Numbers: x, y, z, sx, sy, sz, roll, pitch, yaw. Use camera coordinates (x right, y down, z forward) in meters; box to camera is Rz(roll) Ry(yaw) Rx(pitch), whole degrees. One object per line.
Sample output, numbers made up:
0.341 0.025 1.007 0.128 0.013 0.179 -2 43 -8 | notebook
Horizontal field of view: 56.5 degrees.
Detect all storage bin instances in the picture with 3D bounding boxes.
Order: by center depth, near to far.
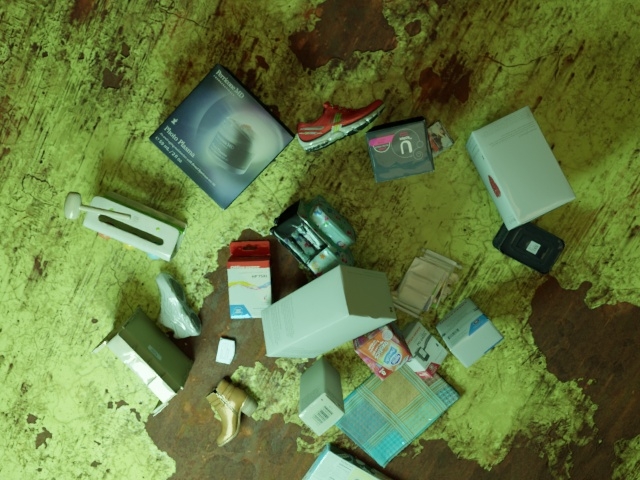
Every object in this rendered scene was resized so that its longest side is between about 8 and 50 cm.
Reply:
-0.535 0.364 1.821 0.123 0.260 0.262 -40 99 3 | storage bin
0.643 0.011 1.845 0.180 0.084 0.122 27 100 -5 | storage bin

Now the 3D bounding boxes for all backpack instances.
0.000 0.000 1.769 0.191 0.225 0.253 -35 104 11 | backpack

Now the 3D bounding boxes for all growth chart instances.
0.332 0.142 1.901 0.172 0.021 0.237 32 99 -7 | growth chart

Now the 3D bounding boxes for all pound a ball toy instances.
-0.581 -0.037 1.763 0.319 0.208 0.136 22 100 -6 | pound a ball toy

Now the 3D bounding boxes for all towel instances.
0.244 0.551 1.975 0.370 0.040 0.271 -44 99 8 | towel

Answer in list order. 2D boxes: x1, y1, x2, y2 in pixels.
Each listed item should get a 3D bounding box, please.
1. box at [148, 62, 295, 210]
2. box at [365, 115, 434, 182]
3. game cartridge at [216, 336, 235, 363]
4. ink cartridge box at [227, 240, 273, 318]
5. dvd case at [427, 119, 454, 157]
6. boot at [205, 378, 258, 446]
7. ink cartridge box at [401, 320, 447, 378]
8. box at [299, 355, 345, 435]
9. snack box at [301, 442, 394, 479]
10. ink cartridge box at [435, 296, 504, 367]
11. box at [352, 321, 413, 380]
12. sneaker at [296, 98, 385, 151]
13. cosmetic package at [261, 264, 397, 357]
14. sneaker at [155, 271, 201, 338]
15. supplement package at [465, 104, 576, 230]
-0.277 -0.300 1.727 0.296 0.183 0.294 43 97 -9 | box
0.226 -0.263 1.682 0.165 0.270 0.143 -11 102 10 | box
-0.307 0.360 1.944 0.056 0.017 0.083 13 101 0 | game cartridge
-0.219 0.122 1.864 0.134 0.078 0.231 -3 101 0 | ink cartridge box
0.336 -0.298 1.815 0.119 0.013 0.087 -34 100 5 | dvd case
-0.319 0.563 1.959 0.152 0.073 0.197 39 87 -9 | boot
0.316 0.348 1.898 0.150 0.063 0.109 47 62 -9 | ink cartridge box
0.001 0.472 1.836 0.113 0.275 0.094 -42 99 8 | box
0.112 0.847 2.022 0.322 0.060 0.187 32 100 -7 | snack box
0.455 0.280 1.838 0.148 0.203 0.086 -42 101 8 | ink cartridge box
0.177 0.300 1.811 0.122 0.257 0.128 -40 100 5 | box
0.057 -0.364 1.758 0.279 0.107 0.118 -24 91 2 | sneaker
0.016 0.218 1.727 0.365 0.197 0.155 -33 57 38 | cosmetic package
-0.475 0.215 1.878 0.115 0.090 0.232 -23 100 8 | sneaker
0.567 -0.201 1.715 0.175 0.177 0.293 -26 82 4 | supplement package
